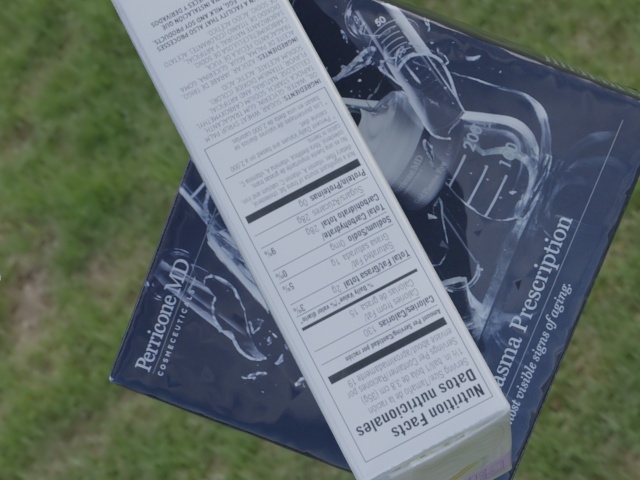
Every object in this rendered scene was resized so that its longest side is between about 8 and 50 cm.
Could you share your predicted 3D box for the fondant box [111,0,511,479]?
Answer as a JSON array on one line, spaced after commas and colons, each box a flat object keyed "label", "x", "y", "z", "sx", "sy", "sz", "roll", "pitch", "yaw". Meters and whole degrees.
[{"label": "fondant box", "x": 0.000, "y": 0.000, "z": 1.096, "sx": 0.096, "sy": 0.238, "sz": 0.330, "roll": -26, "pitch": 74, "yaw": -1}]

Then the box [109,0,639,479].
[{"label": "box", "x": 0.048, "y": -0.007, "z": 1.389, "sx": 0.179, "sy": 0.312, "sz": 0.343, "roll": -68, "pitch": -1, "yaw": -80}]
